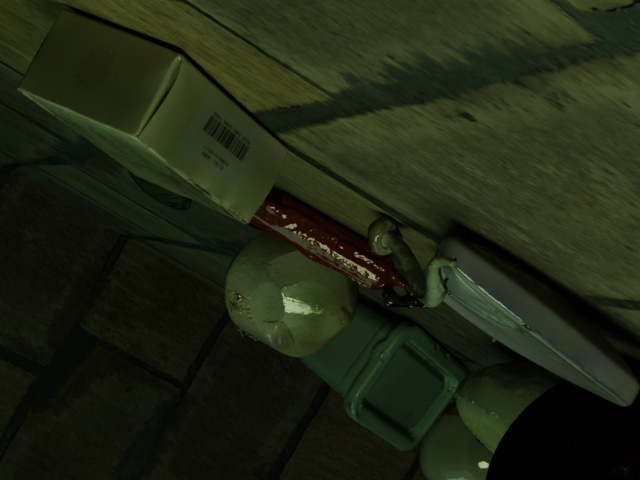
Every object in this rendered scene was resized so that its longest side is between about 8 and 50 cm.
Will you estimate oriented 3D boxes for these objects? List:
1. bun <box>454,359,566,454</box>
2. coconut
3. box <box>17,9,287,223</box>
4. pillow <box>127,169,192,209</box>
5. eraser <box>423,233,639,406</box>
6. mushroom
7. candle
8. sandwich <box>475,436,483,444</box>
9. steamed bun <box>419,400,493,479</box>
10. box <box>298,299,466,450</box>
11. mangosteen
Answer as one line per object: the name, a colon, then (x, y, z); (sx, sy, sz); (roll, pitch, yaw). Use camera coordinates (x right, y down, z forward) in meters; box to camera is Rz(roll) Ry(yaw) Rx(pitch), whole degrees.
bun: (0.311, 0.254, 1.956); (0.287, 0.146, 0.287); (42, 169, 10)
coconut: (-0.032, 0.071, 1.909); (0.183, 0.171, 0.171); (26, 173, 47)
box: (-0.156, -0.116, 1.407); (0.168, 0.095, 0.212); (26, 173, 33)
pillow: (-0.226, -0.087, 2.012); (0.093, 0.051, 0.241); (23, 173, 4)
eraser: (0.213, 0.078, 1.443); (0.243, 0.059, 0.204); (33, 172, 4)
mushroom: (0.094, 0.025, 1.402); (0.068, 0.043, 0.306); (47, 179, -14)
candle: (0.000, 0.000, 1.742); (0.302, 0.059, 0.084); (31, -176, 0)
sandwich: (0.337, 0.278, 2.215); (0.160, 0.109, 0.185); (11, 180, -29)
steamed bun: (0.278, 0.337, 2.495); (0.232, 0.145, 0.232); (-12, -175, 1)
box: (0.084, 0.200, 2.374); (0.182, 0.175, 0.312); (34, 176, 29)
mangosteen: (0.310, 0.276, 1.566); (0.297, 0.297, 0.313); (32, -177, -20)
